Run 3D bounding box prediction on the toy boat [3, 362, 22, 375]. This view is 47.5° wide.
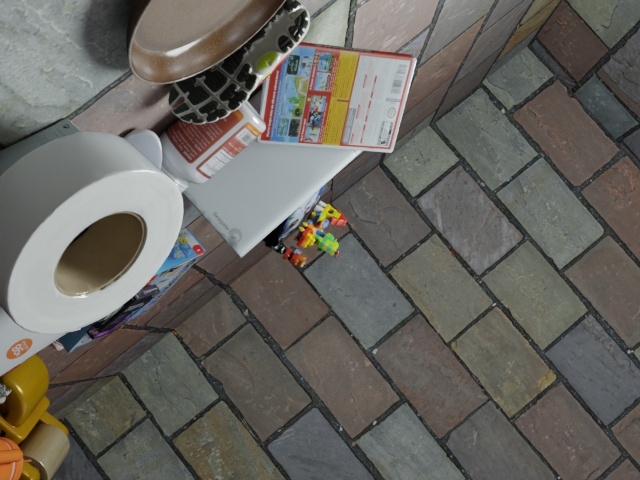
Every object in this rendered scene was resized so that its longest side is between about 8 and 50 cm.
[{"bbox_3d":[-0.586,0.159,1.386,0.231,0.151,0.151,-39,-166,-15],"label":"toy boat"}]

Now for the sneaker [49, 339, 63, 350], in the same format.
[{"bbox_3d":[-0.712,0.268,2.009,0.070,0.051,0.134,-42,-179,-30],"label":"sneaker"}]

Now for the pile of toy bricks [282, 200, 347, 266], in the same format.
[{"bbox_3d":[0.000,0.000,1.692,0.118,0.105,0.212,-60,178,26],"label":"pile of toy bricks"}]

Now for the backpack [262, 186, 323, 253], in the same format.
[{"bbox_3d":[-0.101,-0.157,1.668,0.213,0.276,0.263,-41,170,-38],"label":"backpack"}]

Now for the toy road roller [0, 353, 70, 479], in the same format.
[{"bbox_3d":[-0.721,0.418,1.734,0.240,0.329,0.202,-41,-167,18],"label":"toy road roller"}]

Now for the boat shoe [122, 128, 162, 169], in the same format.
[{"bbox_3d":[-0.360,-0.098,1.303,0.258,0.095,0.084,-56,-150,23],"label":"boat shoe"}]

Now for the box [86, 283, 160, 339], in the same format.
[{"bbox_3d":[-0.470,0.169,1.742,0.162,0.029,0.116,-42,174,16],"label":"box"}]

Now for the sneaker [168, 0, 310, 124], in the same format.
[{"bbox_3d":[-0.127,-0.289,1.221,0.279,0.107,0.118,-37,-177,1],"label":"sneaker"}]

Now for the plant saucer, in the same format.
[{"bbox_3d":[-0.144,-0.336,0.987,0.310,0.050,0.310,-39,175,-4],"label":"plant saucer"}]

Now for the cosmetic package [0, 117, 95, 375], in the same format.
[{"bbox_3d":[-0.456,0.033,1.104,0.284,0.097,0.377,-34,154,-29],"label":"cosmetic package"}]

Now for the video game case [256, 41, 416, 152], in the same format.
[{"bbox_3d":[0.028,-0.273,1.405,0.285,0.025,0.204,2,123,-16],"label":"video game case"}]

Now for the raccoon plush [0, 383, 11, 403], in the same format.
[{"bbox_3d":[-0.717,0.274,1.373,0.446,0.216,0.299,-44,180,38],"label":"raccoon plush"}]

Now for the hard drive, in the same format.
[{"bbox_3d":[-0.109,-0.168,1.505,0.353,0.233,0.047,-41,179,-1],"label":"hard drive"}]

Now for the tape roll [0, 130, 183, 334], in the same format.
[{"bbox_3d":[-0.332,-0.007,1.010,0.286,0.100,0.286,-41,157,-22],"label":"tape roll"}]

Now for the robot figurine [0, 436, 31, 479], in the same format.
[{"bbox_3d":[-0.731,0.484,1.551,0.158,0.128,0.219,-58,155,2],"label":"robot figurine"}]

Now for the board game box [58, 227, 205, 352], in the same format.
[{"bbox_3d":[-0.488,0.122,1.854,0.308,0.086,0.302,-42,173,31],"label":"board game box"}]

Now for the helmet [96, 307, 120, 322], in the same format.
[{"bbox_3d":[-0.481,0.088,1.536,0.169,0.161,0.169,-39,174,-5],"label":"helmet"}]

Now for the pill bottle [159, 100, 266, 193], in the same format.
[{"bbox_3d":[-0.217,-0.184,1.342,0.216,0.121,0.121,-40,174,7],"label":"pill bottle"}]
